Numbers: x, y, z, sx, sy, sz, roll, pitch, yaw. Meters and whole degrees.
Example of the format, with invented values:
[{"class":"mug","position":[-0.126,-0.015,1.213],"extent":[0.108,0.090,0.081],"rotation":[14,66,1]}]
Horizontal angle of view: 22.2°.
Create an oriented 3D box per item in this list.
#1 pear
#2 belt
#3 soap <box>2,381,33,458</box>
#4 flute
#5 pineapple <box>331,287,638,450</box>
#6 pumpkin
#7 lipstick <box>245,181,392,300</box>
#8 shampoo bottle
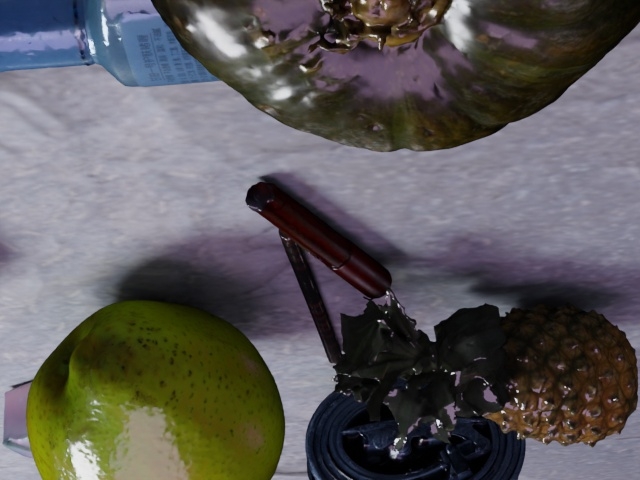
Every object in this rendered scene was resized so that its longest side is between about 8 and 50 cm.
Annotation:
[{"class":"pear","position":[-0.125,0.129,1.195],"extent":[0.187,0.187,0.220],"rotation":[-12,153,19]},{"class":"belt","position":[0.076,0.180,1.379],"extent":[0.190,0.141,0.082],"rotation":[-1,155,1]},{"class":"soap","position":[-0.198,0.158,1.400],"extent":[0.100,0.056,0.149],"rotation":[-20,152,30]},{"class":"flute","position":[-0.005,0.046,1.220],"extent":[0.014,0.014,0.269],"rotation":[-6,157,6]},{"class":"pineapple","position":[0.118,0.098,1.208],"extent":[0.251,0.125,0.125],"rotation":[9,154,-35]},{"class":"pumpkin","position":[0.031,-0.138,0.632],"extent":[0.223,0.157,0.224],"rotation":[7,144,5]},{"class":"lipstick","position":[0.000,-0.001,1.104],"extent":[0.027,0.027,0.176],"rotation":[-14,153,24]},{"class":"shampoo bottle","position":[-0.043,-0.115,0.788],"extent":[0.258,0.061,0.104],"rotation":[-4,157,1]}]
